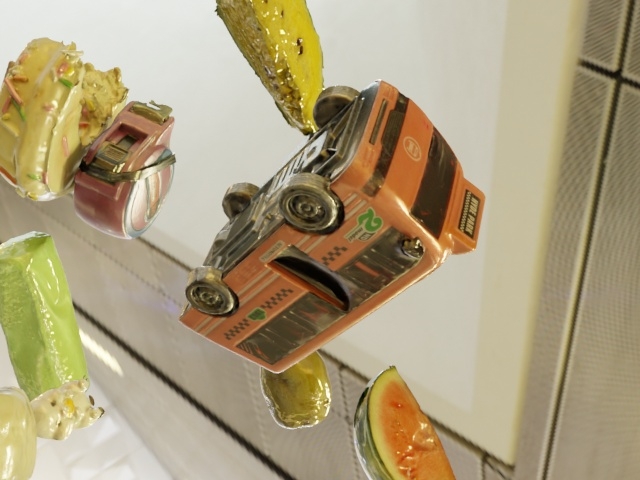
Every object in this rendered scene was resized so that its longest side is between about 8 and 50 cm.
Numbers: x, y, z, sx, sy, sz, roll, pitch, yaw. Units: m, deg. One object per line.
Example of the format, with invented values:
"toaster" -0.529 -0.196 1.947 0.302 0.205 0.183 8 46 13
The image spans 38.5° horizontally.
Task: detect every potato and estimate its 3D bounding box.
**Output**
"potato" -0.056 0.311 2.008 0.137 0.154 0.200 -71 152 -82

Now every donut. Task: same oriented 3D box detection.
"donut" -0.513 -0.227 1.770 0.150 0.307 0.371 23 3 3

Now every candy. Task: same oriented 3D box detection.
"candy" -0.518 0.154 1.715 0.132 0.142 0.344 16 -56 41

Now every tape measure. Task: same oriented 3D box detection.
"tape measure" -0.386 -0.131 1.831 0.149 0.245 0.231 25 -42 8

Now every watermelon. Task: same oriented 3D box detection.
"watermelon" 0.133 0.412 1.747 0.128 0.159 0.303 -36 -100 45
"watermelon" -0.065 -0.281 1.221 0.301 0.123 0.129 63 5 -47

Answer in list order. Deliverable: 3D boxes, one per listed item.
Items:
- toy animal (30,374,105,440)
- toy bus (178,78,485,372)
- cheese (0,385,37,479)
"toy animal" -0.346 0.221 1.182 0.085 0.124 0.071 -9 -87 19
"toy bus" 0.000 0.000 1.202 0.233 0.203 0.427 34 -44 -17
"cheese" -0.459 0.216 0.965 0.318 0.326 0.115 -8 -100 35
